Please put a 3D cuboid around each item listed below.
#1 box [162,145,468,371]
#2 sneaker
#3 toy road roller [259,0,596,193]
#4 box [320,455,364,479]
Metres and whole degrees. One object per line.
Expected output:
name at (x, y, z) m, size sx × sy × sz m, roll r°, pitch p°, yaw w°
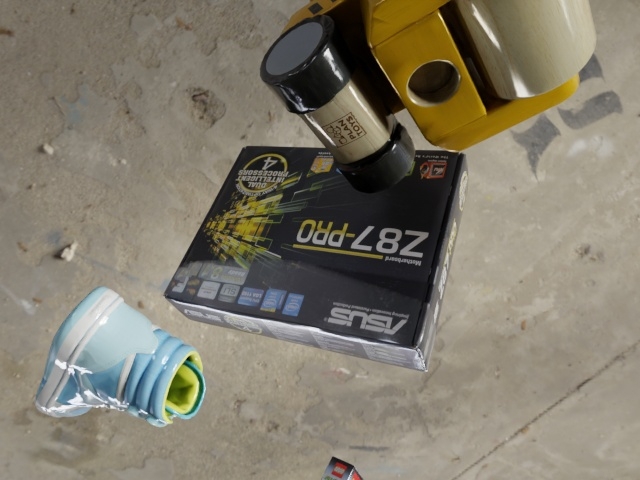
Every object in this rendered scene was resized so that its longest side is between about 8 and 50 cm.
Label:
box at (0.000, 0.000, 0.762) m, size 0.394 × 0.319 × 0.097 m, roll 8°, pitch 150°, yaw 25°
sneaker at (-0.287, 0.219, 0.729) m, size 0.208 × 0.127 × 0.319 m, roll 32°, pitch 136°, yaw -5°
toy road roller at (0.099, -0.235, 0.559) m, size 0.329 × 0.241 × 0.202 m, roll -22°, pitch 138°, yaw 25°
box at (0.037, 0.387, 0.653) m, size 0.036 × 0.114 × 0.207 m, roll 8°, pitch 139°, yaw 36°
